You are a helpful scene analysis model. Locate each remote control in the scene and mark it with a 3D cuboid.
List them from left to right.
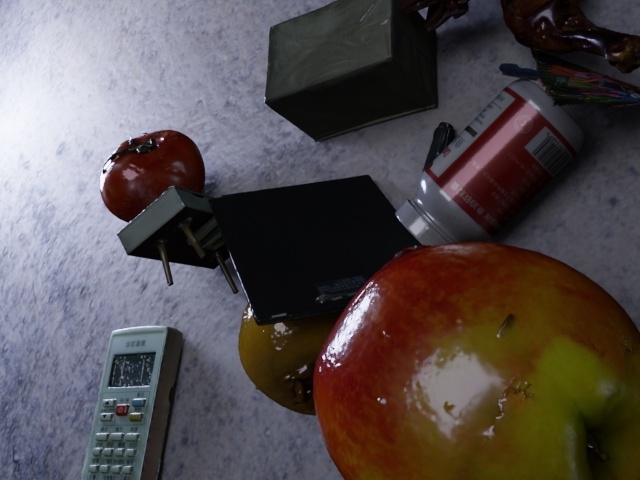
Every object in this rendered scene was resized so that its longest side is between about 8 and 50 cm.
[{"bbox_3d":[-0.314,0.310,1.465,0.145,0.050,0.344,-9,63,33],"label":"remote control"}]

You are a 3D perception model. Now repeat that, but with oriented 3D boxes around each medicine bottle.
[{"bbox_3d":[0.224,-0.089,1.202,0.250,0.131,0.131,-45,50,10],"label":"medicine bottle"}]

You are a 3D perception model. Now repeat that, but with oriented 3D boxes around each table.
[{"bbox_3d":[-0.179,0.012,1.394,0.121,0.240,0.111,-38,69,17],"label":"table"}]

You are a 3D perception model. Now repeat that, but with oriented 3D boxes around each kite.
[{"bbox_3d":[0.347,-0.208,1.164,0.233,0.321,0.016,10,116,4],"label":"kite"}]

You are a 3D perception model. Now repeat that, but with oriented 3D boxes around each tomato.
[{"bbox_3d":[-0.292,-0.106,1.576,0.187,0.151,0.187,-10,24,5],"label":"tomato"}]

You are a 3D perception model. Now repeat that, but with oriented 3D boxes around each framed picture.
[{"bbox_3d":[0.000,0.000,1.232,0.255,0.014,0.339,-9,31,-14],"label":"framed picture"}]

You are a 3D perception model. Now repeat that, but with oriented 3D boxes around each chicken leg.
[{"bbox_3d":[0.334,-0.327,1.234,0.158,0.096,0.407,-42,35,28],"label":"chicken leg"}]

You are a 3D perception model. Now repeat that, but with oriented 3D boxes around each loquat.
[{"bbox_3d":[-0.011,0.135,1.219,0.208,0.208,0.208,-16,60,30],"label":"loquat"}]

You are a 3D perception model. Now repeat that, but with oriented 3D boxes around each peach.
[{"bbox_3d":[0.175,0.169,0.982,0.370,0.370,0.370,-16,60,30],"label":"peach"}]

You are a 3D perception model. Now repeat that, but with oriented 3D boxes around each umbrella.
[{"bbox_3d":[0.168,-0.112,1.322,0.036,0.031,0.133,8,73,37],"label":"umbrella"}]

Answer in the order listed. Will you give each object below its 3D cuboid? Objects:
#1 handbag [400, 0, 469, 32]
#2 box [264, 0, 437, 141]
[{"bbox_3d":[0.246,-0.462,1.320,0.260,0.084,0.276,-25,38,43],"label":"handbag"},{"bbox_3d":[0.049,-0.277,1.410,0.231,0.149,0.156,-12,63,32],"label":"box"}]
